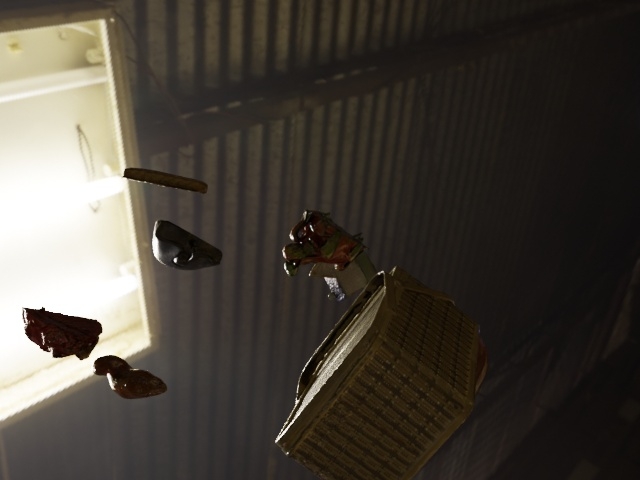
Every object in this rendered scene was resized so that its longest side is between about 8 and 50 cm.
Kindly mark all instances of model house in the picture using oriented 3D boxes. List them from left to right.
[{"bbox_3d":[0.045,0.063,1.489,0.100,0.101,0.087,-32,-4,19],"label":"model house"}]

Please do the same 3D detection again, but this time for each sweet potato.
[{"bbox_3d":[-0.336,0.242,1.314,0.058,0.202,0.055,-51,-45,-31],"label":"sweet potato"}]

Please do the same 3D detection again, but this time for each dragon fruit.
[{"bbox_3d":[-0.470,0.183,1.383,0.162,0.106,0.083,26,-88,-48],"label":"dragon fruit"},{"bbox_3d":[0.000,0.000,1.368,0.175,0.138,0.142,-33,-69,-13],"label":"dragon fruit"}]

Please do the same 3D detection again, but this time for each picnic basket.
[{"bbox_3d":[0.084,0.188,1.065,0.228,0.175,0.313,-54,-1,20],"label":"picnic basket"}]

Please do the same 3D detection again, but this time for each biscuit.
[{"bbox_3d":[-0.327,-0.129,1.602,0.254,0.172,0.029,-151,73,-78],"label":"biscuit"}]

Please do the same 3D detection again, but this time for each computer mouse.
[{"bbox_3d":[-0.290,0.020,1.590,0.088,0.147,0.264,-64,13,-8],"label":"computer mouse"}]

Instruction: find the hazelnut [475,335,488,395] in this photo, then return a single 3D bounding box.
[{"bbox_3d":[0.268,0.264,1.648,0.176,0.214,0.214,-48,-22,29],"label":"hazelnut"}]
